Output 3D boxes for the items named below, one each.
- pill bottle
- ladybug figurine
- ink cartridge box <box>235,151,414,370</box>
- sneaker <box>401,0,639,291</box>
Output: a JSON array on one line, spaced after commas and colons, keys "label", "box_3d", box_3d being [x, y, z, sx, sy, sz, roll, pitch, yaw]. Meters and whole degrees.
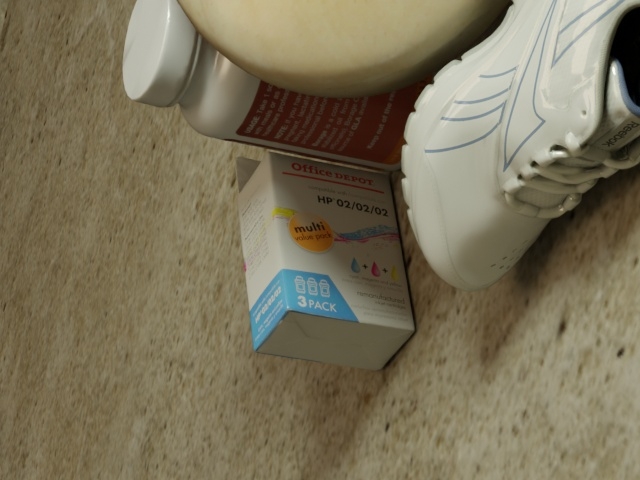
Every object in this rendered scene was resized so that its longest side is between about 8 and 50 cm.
[{"label": "pill bottle", "box_3d": [-0.028, -0.126, 1.411, 0.121, 0.216, 0.121, -37, 48, 56]}, {"label": "ladybug figurine", "box_3d": [0.038, -0.293, 1.316, 0.162, 0.305, 0.449, 48, -133, -64]}, {"label": "ink cartridge box", "box_3d": [0.000, 0.000, 1.435, 0.061, 0.104, 0.181, -53, 35, 44]}, {"label": "sneaker", "box_3d": [0.141, -0.079, 1.162, 0.297, 0.111, 0.129, -65, 34, 32]}]
